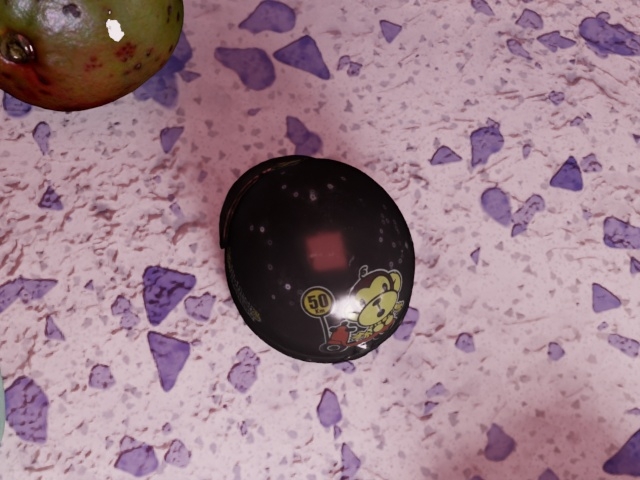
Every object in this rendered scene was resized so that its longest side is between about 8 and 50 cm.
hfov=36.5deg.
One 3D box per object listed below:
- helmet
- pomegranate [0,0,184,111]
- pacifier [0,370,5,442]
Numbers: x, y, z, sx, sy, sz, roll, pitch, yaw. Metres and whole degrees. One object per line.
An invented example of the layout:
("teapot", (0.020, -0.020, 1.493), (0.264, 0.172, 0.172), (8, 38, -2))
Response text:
("helmet", (0.000, 0.000, 1.136), (0.230, 0.160, 0.279), (-22, 77, -13))
("pomegranate", (-0.283, -0.317, 1.142), (0.290, 0.291, 0.323), (27, 70, 1))
("pacifier", (-0.480, 0.167, 1.003), (0.269, 0.288, 0.344), (-14, 94, 21))
